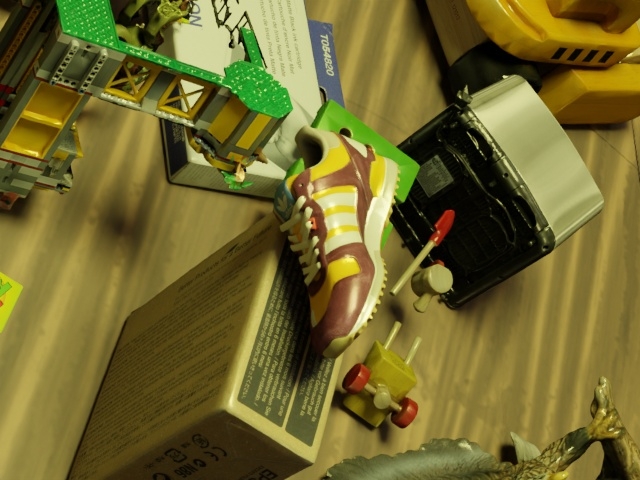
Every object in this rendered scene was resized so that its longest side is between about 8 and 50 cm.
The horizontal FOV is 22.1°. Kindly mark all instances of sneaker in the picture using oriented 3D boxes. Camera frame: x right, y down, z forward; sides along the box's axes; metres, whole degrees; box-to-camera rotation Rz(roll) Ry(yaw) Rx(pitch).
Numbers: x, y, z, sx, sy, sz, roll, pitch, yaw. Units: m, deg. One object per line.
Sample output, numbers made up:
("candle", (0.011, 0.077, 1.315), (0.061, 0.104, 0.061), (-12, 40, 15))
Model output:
("sneaker", (0.000, 0.000, 1.151), (0.084, 0.069, 0.185), (26, 44, -17))

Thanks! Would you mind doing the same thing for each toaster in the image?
("toaster", (0.157, -0.052, 1.559), (0.110, 0.185, 0.168), (-33, 87, -41))

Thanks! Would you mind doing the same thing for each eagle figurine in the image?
("eagle figurine", (0.160, 0.248, 1.415), (0.298, 0.225, 0.226), (-31, 41, -17))

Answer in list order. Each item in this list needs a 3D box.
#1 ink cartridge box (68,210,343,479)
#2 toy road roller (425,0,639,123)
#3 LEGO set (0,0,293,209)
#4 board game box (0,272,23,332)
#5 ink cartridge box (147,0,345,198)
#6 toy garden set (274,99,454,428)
("ink cartridge box", (-0.080, 0.107, 1.230), (0.088, 0.234, 0.193), (34, 49, -20))
("toy road roller", (0.274, -0.262, 1.739), (0.329, 0.240, 0.203), (-2, 67, -40))
("LEGO set", (-0.183, -0.149, 1.347), (0.255, 0.192, 0.331), (9, 43, -39))
("board game box", (-0.289, 0.058, 1.121), (0.092, 0.181, 0.043), (35, 48, -18))
("ink cartridge box", (-0.051, -0.143, 1.537), (0.224, 0.045, 0.223), (9, 60, -36))
("toy garden set", (0.028, 0.032, 1.467), (0.204, 0.049, 0.244), (36, 62, -18))
